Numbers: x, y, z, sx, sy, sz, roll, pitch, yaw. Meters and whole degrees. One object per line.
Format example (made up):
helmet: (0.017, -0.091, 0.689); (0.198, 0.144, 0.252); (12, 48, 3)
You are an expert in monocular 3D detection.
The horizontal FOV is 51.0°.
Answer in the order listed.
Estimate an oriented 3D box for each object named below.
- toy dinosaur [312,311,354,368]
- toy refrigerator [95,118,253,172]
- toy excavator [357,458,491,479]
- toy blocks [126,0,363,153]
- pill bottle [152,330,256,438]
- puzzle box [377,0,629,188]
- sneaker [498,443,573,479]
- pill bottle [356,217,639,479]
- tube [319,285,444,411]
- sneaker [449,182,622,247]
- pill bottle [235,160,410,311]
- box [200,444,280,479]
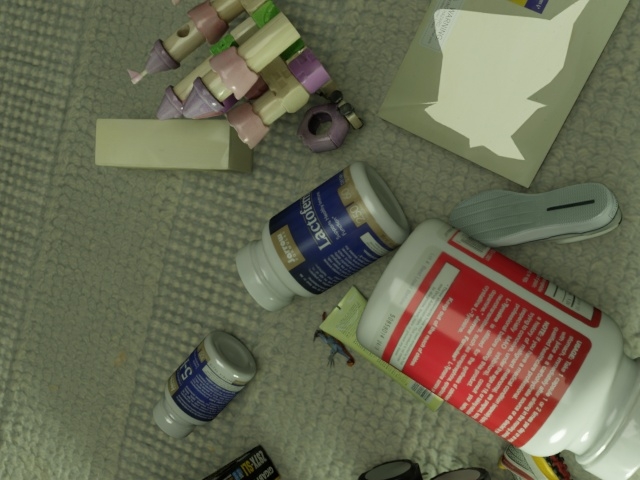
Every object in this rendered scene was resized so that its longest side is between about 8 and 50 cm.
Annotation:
toy dinosaur: (0.027, 0.181, 1.160); (0.082, 0.047, 0.090); (21, 89, -1)
toy refrigerator: (-0.263, -0.175, 1.212); (0.269, 0.102, 0.094); (4, 93, 19)
toy excavator: (0.107, 0.486, 0.876); (0.432, 0.445, 0.223); (-17, 87, 49)
toy blocks: (-0.145, -0.252, 1.056); (0.260, 0.309, 0.289); (-38, 63, 8)
pill bottle: (-0.213, 0.264, 1.206); (0.112, 0.112, 0.187); (45, 105, 12)
puzzle box: (0.298, -0.319, 1.039); (0.272, 0.052, 0.409); (29, 101, 16)
sneaker: (0.354, 0.405, 1.017); (0.092, 0.088, 0.225); (-44, 51, 24)
pill bottle: (0.275, 0.158, 0.972); (0.407, 0.229, 0.229); (32, 102, 15)
tube: (0.117, 0.184, 1.122); (0.240, 0.070, 0.062); (38, 136, 16)
sneaker: (0.324, -0.025, 1.020); (0.258, 0.091, 0.094); (-3, 66, 40)
pill bottle: (0.000, 0.000, 1.101); (0.264, 0.153, 0.153); (-33, 82, 17)
box: (-0.255, 0.493, 1.155); (0.322, 0.257, 0.079); (-35, 82, 16)
